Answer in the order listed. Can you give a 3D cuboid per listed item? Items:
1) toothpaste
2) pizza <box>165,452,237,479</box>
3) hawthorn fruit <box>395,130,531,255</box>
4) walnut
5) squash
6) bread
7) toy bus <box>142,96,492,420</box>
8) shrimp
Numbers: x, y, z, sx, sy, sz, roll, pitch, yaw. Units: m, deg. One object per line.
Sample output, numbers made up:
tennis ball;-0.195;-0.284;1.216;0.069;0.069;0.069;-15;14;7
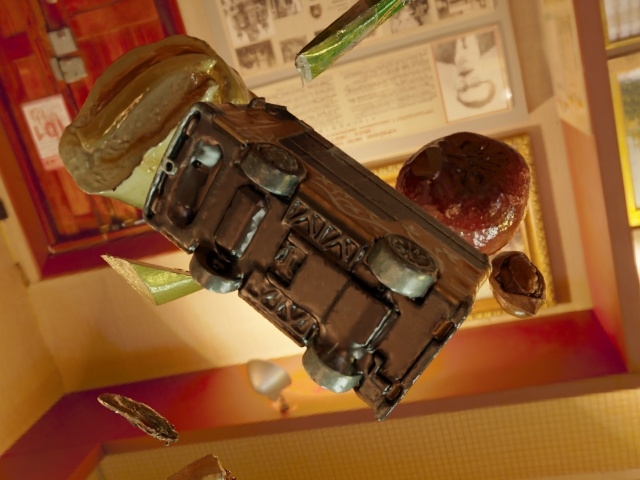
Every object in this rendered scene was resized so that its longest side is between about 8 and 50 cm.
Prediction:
toothpaste;0.062;-0.309;0.876;0.248;0.047;0.078;-40;164;-6
pizza;-0.311;0.629;1.497;0.278;0.409;0.114;6;-135;-33
hawthorn fruit;0.243;-0.048;1.106;0.230;0.266;0.210;1;-145;-3
walnut;0.426;0.096;1.356;0.116;0.115;0.207;-14;-149;6
squash;-0.361;0.065;1.445;0.155;0.204;0.237;-43;-156;-20
bread;-0.245;-0.195;1.093;0.300;0.210;0.341;-38;163;12
toy bus;0.000;0.000;0.648;0.323;0.162;0.194;38;-154;13
shrimp;-0.333;0.327;1.151;0.190;0.042;0.101;19;169;27
